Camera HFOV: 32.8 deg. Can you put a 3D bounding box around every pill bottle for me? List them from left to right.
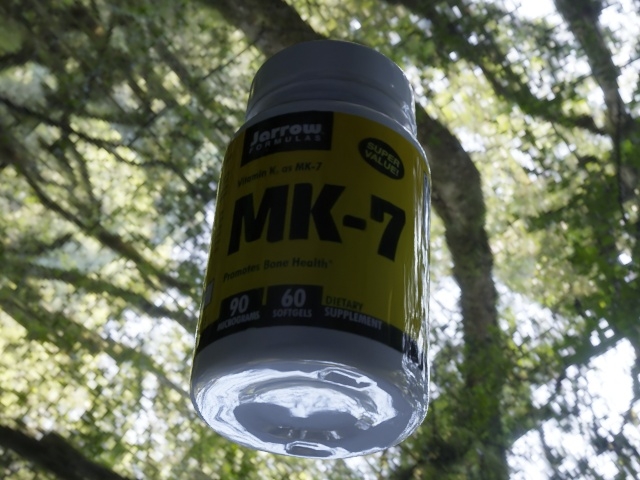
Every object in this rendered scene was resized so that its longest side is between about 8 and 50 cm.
[{"bbox_3d":[0.000,0.000,0.586,0.119,0.119,0.208,-17,-130,27],"label":"pill bottle"}]
